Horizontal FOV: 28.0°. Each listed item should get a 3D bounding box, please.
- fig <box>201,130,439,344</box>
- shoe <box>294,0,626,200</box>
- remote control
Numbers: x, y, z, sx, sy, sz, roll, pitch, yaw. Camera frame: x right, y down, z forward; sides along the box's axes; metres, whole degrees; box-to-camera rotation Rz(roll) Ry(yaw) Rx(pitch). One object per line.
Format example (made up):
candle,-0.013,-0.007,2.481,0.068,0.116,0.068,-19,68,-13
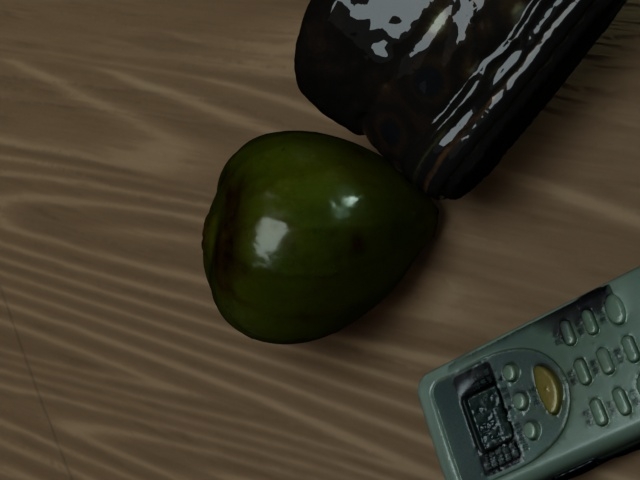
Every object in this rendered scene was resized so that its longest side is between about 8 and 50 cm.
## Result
fig,0.000,0.000,1.221,0.225,0.203,0.203,-1,70,-10
shoe,0.142,-0.243,1.148,0.237,0.171,0.384,39,104,10
remote control,0.225,0.122,1.090,0.296,0.056,0.140,-30,63,25
